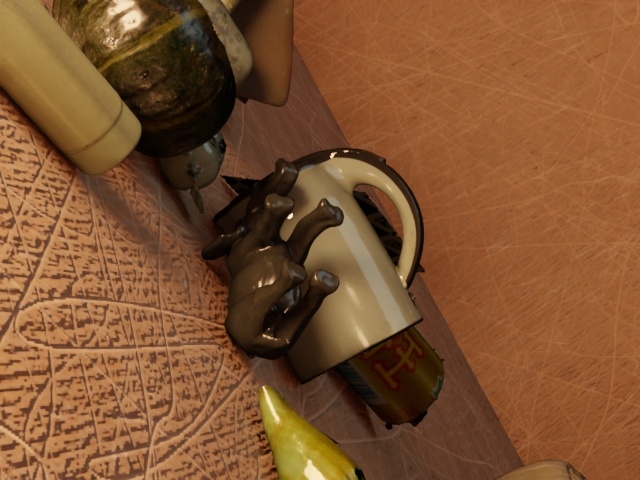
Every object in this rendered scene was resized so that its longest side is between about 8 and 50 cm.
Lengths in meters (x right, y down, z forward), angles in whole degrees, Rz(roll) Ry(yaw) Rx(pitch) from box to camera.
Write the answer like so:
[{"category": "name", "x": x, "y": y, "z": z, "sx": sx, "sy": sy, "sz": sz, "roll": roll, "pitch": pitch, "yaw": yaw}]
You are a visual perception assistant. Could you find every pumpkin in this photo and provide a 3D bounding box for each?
[{"category": "pumpkin", "x": -0.175, "y": -0.184, "z": 1.245, "sx": 0.224, "sy": 0.157, "sz": 0.224, "roll": 56, "pitch": -8, "yaw": 12}]

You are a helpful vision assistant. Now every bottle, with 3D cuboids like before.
[{"category": "bottle", "x": -0.231, "y": -0.142, "z": 1.054, "sx": 0.201, "sy": 0.072, "sz": 0.072, "roll": 52, "pitch": 12, "yaw": -43}]

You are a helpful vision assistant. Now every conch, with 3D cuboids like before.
[{"category": "conch", "x": 0.001, "y": 0.231, "z": 1.192, "sx": 0.201, "sy": 0.079, "sz": 0.095, "roll": 57, "pitch": -14, "yaw": 38}]

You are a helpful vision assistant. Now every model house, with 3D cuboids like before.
[{"category": "model house", "x": -0.141, "y": -0.322, "z": 1.888, "sx": 0.229, "sy": 0.199, "sz": 0.220, "roll": -145, "pitch": -113, "yaw": -73}]

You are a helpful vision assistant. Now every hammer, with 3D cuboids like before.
[{"category": "hammer", "x": -0.113, "y": -0.352, "z": 1.723, "sx": 0.113, "sy": 0.305, "sz": 0.202, "roll": 21, "pitch": -26, "yaw": 47}]

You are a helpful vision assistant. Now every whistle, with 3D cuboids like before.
[{"category": "whistle", "x": -0.152, "y": -0.125, "z": 1.451, "sx": 0.236, "sy": 0.077, "sz": 0.114, "roll": -111, "pitch": -173, "yaw": -59}]

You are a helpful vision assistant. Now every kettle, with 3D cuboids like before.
[{"category": "kettle", "x": 0.019, "y": 0.014, "z": 1.476, "sx": 0.236, "sy": 0.221, "sz": 0.161, "roll": 62, "pitch": 7, "yaw": 7}]

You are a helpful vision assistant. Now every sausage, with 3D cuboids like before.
[{"category": "sausage", "x": 0.046, "y": 0.102, "z": 1.654, "sx": 0.317, "sy": 0.117, "sz": 0.125, "roll": 52, "pitch": 47, "yaw": -32}]

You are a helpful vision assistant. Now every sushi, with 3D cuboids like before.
[{"category": "sushi", "x": 0.000, "y": 0.000, "z": 1.683, "sx": 0.231, "sy": 0.219, "sz": 0.047, "roll": 49, "pitch": 56, "yaw": -53}]

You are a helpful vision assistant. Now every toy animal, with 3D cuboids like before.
[{"category": "toy animal", "x": -0.055, "y": 0.016, "z": 1.319, "sx": 0.114, "sy": 0.146, "sz": 0.245, "roll": 28, "pitch": 39, "yaw": -14}]

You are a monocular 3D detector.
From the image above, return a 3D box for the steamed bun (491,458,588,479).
[{"category": "steamed bun", "x": 0.276, "y": 0.409, "z": 1.580, "sx": 0.236, "sy": 0.247, "sz": 0.383, "roll": 55, "pitch": 12, "yaw": -16}]
